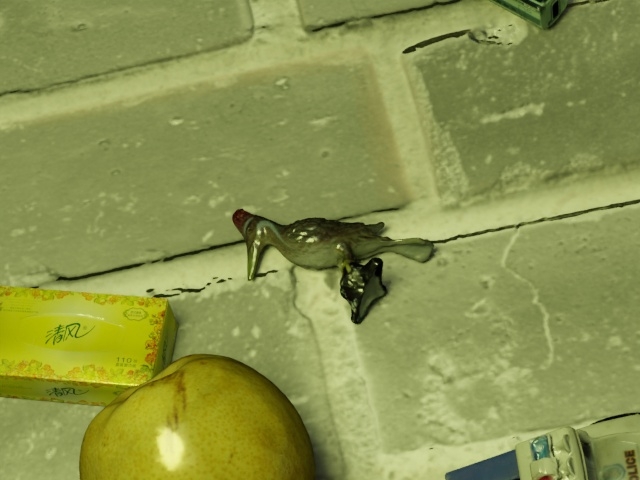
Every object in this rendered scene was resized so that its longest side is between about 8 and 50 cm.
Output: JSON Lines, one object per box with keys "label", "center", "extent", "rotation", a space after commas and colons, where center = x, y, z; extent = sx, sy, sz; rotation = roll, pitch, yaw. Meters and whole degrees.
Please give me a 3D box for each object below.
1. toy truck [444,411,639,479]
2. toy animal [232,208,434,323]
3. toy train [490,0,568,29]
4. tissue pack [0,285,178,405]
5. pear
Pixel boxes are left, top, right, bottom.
{"label": "toy truck", "center": [0.198, 0.224, 1.275], "extent": [0.213, 0.177, 0.161], "rotation": [-25, 53, 28]}
{"label": "toy animal", "center": [0.001, 0.008, 1.504], "extent": [0.202, 0.070, 0.105], "rotation": [16, 53, 19]}
{"label": "toy train", "center": [0.156, -0.309, 1.663], "extent": [0.252, 0.048, 0.055], "rotation": [35, 75, 28]}
{"label": "tissue pack", "center": [-0.234, 0.102, 1.465], "extent": [0.176, 0.062, 0.095], "rotation": [5, 62, 7]}
{"label": "pear", "center": [-0.100, 0.204, 1.322], "extent": [0.209, 0.209, 0.209], "rotation": [-2, 61, 4]}
